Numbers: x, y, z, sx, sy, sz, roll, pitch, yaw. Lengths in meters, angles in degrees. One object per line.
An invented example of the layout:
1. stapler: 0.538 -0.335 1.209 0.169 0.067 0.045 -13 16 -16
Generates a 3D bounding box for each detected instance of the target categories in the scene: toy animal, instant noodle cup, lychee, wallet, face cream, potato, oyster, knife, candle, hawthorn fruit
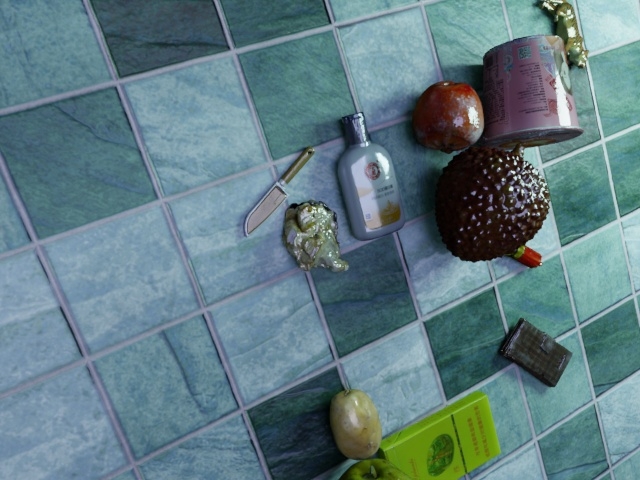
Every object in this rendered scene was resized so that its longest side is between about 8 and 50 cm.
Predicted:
1. toy animal: 0.665 -0.578 1.451 0.099 0.056 0.241 -29 103 -25
2. instant noodle cup: 0.508 -0.358 1.314 0.242 0.243 0.231 -4 88 -22
3. lychee: 0.406 -0.088 1.262 0.275 0.276 0.304 26 99 -22
4. wallet: 0.615 0.321 1.503 0.230 0.042 0.124 33 85 -20
5. face cream: 0.111 -0.152 1.241 0.143 0.071 0.291 -17 100 -21
6. potato: 0.085 0.439 1.258 0.118 0.109 0.178 -30 112 -40
7. oyster: 0.000 0.000 1.206 0.191 0.081 0.163 34 77 -25
8. knife: -0.090 -0.109 1.189 0.046 0.022 0.256 44 78 -24
9. candle: 0.565 0.042 1.456 0.130 0.052 0.052 23 85 -23
10. hawthorn fruit: 0.305 -0.296 1.262 0.172 0.173 0.173 -2 95 -22

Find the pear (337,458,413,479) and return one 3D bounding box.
1. pear: 0.138 0.660 1.214 0.269 0.269 0.322 -12 105 -21

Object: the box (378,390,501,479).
1. box: 0.318 0.550 1.396 0.334 0.047 0.187 -20 102 -21
